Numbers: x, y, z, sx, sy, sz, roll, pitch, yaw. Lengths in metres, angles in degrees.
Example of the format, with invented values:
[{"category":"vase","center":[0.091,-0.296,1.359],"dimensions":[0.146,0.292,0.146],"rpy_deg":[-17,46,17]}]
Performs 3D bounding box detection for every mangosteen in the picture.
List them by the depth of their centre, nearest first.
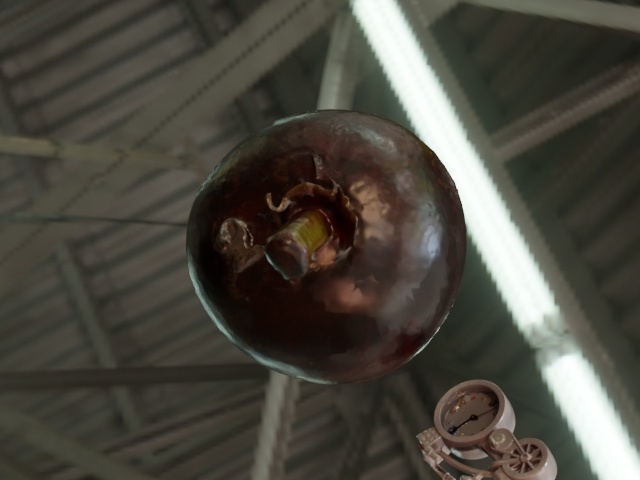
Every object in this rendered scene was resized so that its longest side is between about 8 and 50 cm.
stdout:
[{"category":"mangosteen","center":[0.000,0.000,1.410],"dimensions":[0.235,0.261,0.236],"rpy_deg":[-1,-95,9]}]

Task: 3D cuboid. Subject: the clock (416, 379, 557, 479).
[{"category":"clock","center":[0.137,0.171,1.420],"dimensions":[0.087,0.041,0.129],"rpy_deg":[-39,-138,-9]}]
